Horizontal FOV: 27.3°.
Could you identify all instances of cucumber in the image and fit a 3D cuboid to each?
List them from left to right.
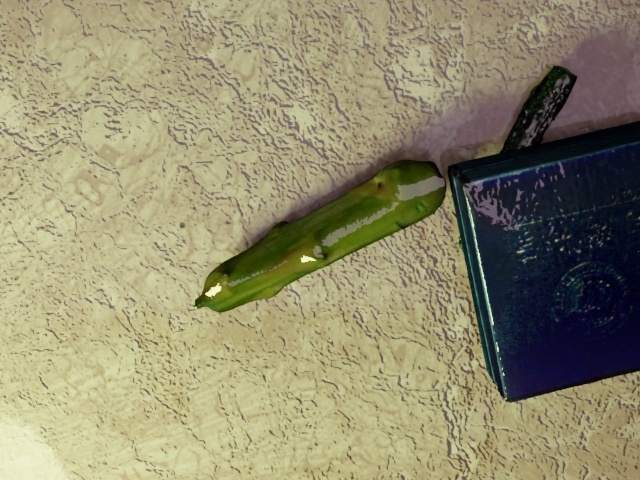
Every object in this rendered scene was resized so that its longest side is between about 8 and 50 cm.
[{"bbox_3d":[0.234,-0.097,1.600,0.044,0.043,0.256,27,101,-6],"label":"cucumber"}]

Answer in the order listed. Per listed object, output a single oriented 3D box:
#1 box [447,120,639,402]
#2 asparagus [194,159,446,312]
[{"bbox_3d":[0.310,0.022,1.563,0.262,0.116,0.278,-13,105,-2],"label":"box"},{"bbox_3d":[-0.001,-0.001,1.604,0.343,0.085,0.082,-29,111,12],"label":"asparagus"}]
